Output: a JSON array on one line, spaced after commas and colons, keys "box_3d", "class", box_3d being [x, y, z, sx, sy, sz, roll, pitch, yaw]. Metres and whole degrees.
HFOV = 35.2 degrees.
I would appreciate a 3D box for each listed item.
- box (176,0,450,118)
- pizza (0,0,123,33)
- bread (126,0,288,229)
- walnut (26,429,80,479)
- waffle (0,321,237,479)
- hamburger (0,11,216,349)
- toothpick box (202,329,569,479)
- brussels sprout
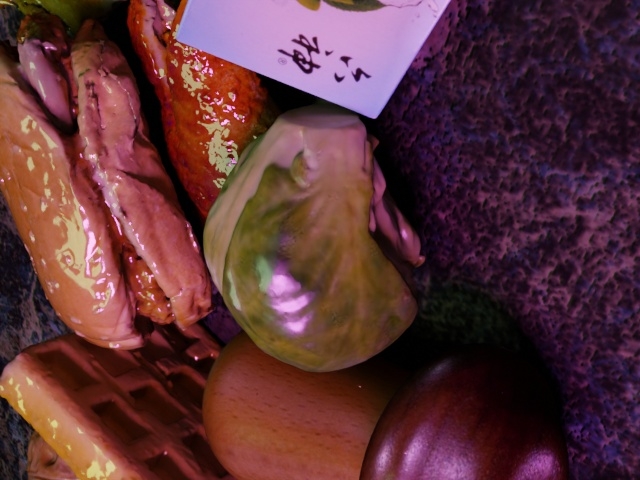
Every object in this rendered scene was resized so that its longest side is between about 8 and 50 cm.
[{"box_3d": [0.018, -0.192, 0.589, 0.142, 0.083, 0.232, 20, 139, -12], "class": "box"}, {"box_3d": [-0.238, -0.261, 0.843, 0.297, 0.071, 0.189, -10, 129, 47], "class": "pizza"}, {"box_3d": [-0.077, -0.082, 0.787, 0.139, 0.095, 0.269, 6, 131, 46], "class": "bread"}, {"box_3d": [-0.247, 0.256, 1.161, 0.207, 0.167, 0.167, -6, 113, 45], "class": "walnut"}, {"box_3d": [-0.139, 0.161, 0.930, 0.221, 0.248, 0.055, 41, 115, 15], "class": "waffle"}, {"box_3d": [-0.196, -0.047, 0.852, 0.259, 0.144, 0.283, -163, 55, -80], "class": "hamburger"}, {"box_3d": [0.045, 0.155, 0.782, 0.294, 0.192, 0.192, 12, 125, 46], "class": "toothpick box"}, {"box_3d": [-0.007, 0.004, 0.699, 0.131, 0.145, 0.183, -112, -4, -70], "class": "brussels sprout"}]
